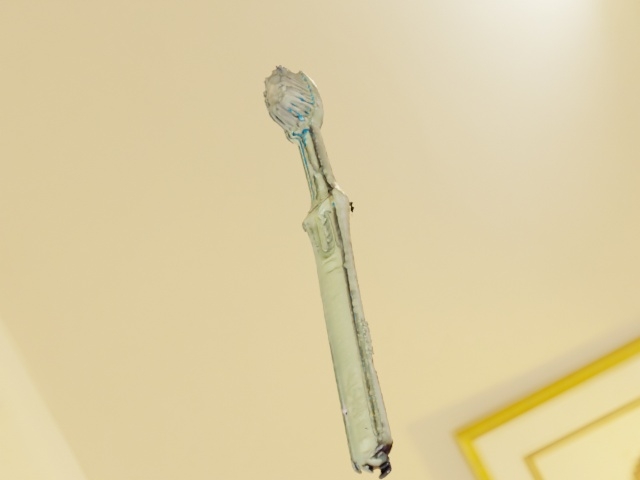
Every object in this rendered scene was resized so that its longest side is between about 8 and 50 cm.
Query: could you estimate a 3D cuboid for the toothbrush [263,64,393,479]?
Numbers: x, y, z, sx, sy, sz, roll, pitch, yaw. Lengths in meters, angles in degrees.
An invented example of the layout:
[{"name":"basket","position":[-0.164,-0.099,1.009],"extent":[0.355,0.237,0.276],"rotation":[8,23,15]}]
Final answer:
[{"name":"toothbrush","position":[0.004,0.003,0.785],"extent":[0.028,0.026,0.294],"rotation":[32,-154,-32]}]
